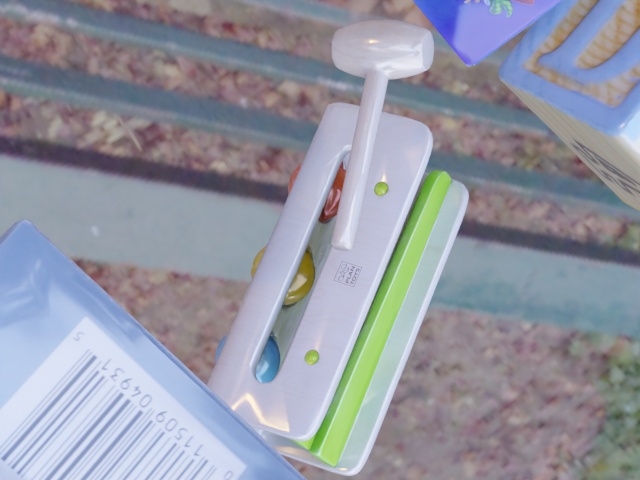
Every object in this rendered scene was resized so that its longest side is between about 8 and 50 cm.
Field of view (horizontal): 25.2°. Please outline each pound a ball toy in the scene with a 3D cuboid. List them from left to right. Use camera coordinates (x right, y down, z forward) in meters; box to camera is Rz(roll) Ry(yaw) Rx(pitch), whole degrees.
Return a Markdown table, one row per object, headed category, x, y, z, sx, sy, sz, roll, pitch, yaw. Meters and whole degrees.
| category | x | y | z | sx | sy | sz | roll | pitch | yaw |
| --- | --- | --- | --- | --- | --- | --- | --- | --- | --- |
| pound a ball toy | 0.000 | 0.000 | 1.138 | 0.319 | 0.136 | 0.208 | -68 | 153 | -14 |

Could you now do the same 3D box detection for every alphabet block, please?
| category | x | y | z | sx | sy | sz | roll | pitch | yaw |
| --- | --- | --- | --- | --- | --- | --- | --- | --- | --- |
| alphabet block | 0.302 | -0.126 | 1.172 | 0.197 | 0.193 | 0.192 | 38 | 94 | -31 |

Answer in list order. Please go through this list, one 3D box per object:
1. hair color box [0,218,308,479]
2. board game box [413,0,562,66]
| category | x | y | z | sx | sy | sz | roll | pitch | yaw |
| --- | --- | --- | --- | --- | --- | --- | --- | --- | --- |
| hair color box | -0.157 | 0.134 | 0.728 | 0.185 | 0.374 | 0.113 | 44 | 64 | -6 |
| board game box | 0.214 | -0.257 | 0.772 | 0.347 | 0.233 | 0.078 | -35 | 100 | 36 |
